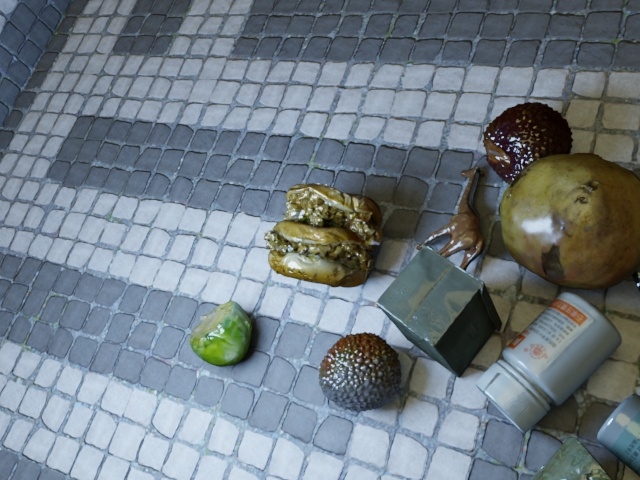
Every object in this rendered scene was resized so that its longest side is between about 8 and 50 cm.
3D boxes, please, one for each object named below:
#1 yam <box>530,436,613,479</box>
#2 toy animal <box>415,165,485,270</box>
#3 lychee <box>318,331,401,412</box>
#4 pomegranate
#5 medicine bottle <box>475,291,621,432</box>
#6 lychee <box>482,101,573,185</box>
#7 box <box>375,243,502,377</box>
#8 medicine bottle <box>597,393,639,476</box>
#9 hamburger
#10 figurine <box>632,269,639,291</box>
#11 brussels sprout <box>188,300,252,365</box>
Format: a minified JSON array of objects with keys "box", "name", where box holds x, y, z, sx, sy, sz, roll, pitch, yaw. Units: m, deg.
[{"box":[0.394,0.479,1.096,0.268,0.161,0.161,-47,56,-5],"name":"yam"},{"box":[0.309,-0.046,1.456,0.230,0.066,0.224,-44,37,9],"name":"toy animal"},{"box":[0.087,0.268,1.347,0.165,0.197,0.165,7,101,40],"name":"lychee"},{"box":[0.484,-0.037,1.245,0.281,0.281,0.281,-10,62,19],"name":"pomegranate"},{"box":[0.419,0.226,1.219,0.252,0.144,0.144,-46,56,-4],"name":"medicine bottle"},{"box":[0.451,-0.208,1.412,0.188,0.188,0.188,-10,62,19],"name":"lychee"},{"box":[0.240,0.145,1.285,0.155,0.231,0.149,36,83,32],"name":"box"},{"box":[0.626,0.402,1.057,0.110,0.110,0.352,-47,57,-3],"name":"medicine bottle"},{"box":[-0.002,-0.008,1.465,0.245,0.261,0.211,3,80,59],"name":"hamburger"},{"box":[0.716,0.080,1.124,0.285,0.167,0.342,-22,47,17],"name":"figurine"},{"box":[-0.221,0.226,1.520,0.149,0.122,0.151,-38,21,-6],"name":"brussels sprout"}]
